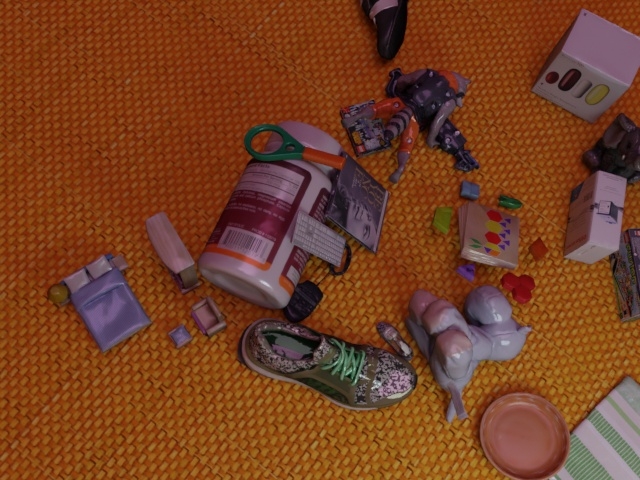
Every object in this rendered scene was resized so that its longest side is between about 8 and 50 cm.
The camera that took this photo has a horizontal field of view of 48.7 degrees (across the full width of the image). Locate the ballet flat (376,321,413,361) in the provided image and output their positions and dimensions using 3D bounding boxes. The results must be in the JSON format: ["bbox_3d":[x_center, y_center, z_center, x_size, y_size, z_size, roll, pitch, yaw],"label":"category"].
[{"bbox_3d":[0.177,0.231,1.647,0.041,0.041,0.114,-38,80,-15],"label":"ballet flat"}]

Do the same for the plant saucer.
[{"bbox_3d":[0.458,0.444,1.593,0.200,0.037,0.199,-2,64,3],"label":"plant saucer"}]

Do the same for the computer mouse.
[{"bbox_3d":[-0.005,0.099,1.677,0.071,0.041,0.242,43,67,-1],"label":"computer mouse"}]

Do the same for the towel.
[{"bbox_3d":[0.687,0.507,1.612,0.325,0.038,0.248,-38,79,-15],"label":"towel"}]

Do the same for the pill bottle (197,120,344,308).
[{"bbox_3d":[-0.101,-0.062,1.616,0.224,0.224,0.392,24,71,2],"label":"pill bottle"}]

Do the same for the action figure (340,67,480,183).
[{"bbox_3d":[0.265,-0.292,1.748,0.341,0.178,0.330,44,70,5],"label":"action figure"}]

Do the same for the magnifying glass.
[{"bbox_3d":[-0.057,-0.197,1.540,0.231,0.026,0.092,16,60,15],"label":"magnifying glass"}]

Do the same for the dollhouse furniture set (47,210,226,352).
[{"bbox_3d":[-0.408,0.134,1.538,0.303,0.198,0.286,-31,78,-13],"label":"dollhouse furniture set"}]

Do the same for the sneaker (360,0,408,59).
[{"bbox_3d":[0.159,-0.631,1.891,0.146,0.122,0.330,4,72,15],"label":"sneaker"}]

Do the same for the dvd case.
[{"bbox_3d":[0.092,-0.085,1.664,0.018,0.221,0.164,0,67,35],"label":"dvd case"}]

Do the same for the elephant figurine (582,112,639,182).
[{"bbox_3d":[0.777,-0.232,1.747,0.169,0.239,0.186,-15,74,-10],"label":"elephant figurine"}]

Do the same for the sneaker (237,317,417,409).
[{"bbox_3d":[0.018,0.267,1.545,0.411,0.182,0.158,14,72,-2],"label":"sneaker"}]

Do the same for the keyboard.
[{"bbox_3d":[0.000,0.000,1.574,0.014,0.256,0.072,15,83,27],"label":"keyboard"}]

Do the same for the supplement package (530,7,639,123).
[{"bbox_3d":[0.691,-0.444,1.825,0.194,0.203,0.149,29,72,4],"label":"supplement package"}]

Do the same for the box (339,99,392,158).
[{"bbox_3d":[0.115,-0.286,1.811,0.094,0.027,0.137,-17,75,-10],"label":"box"}]

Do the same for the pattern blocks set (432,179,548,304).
[{"bbox_3d":[0.404,-0.009,1.690,0.285,0.026,0.324,25,47,4],"label":"pattern blocks set"}]

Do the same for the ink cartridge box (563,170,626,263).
[{"bbox_3d":[0.671,-0.054,1.733,0.082,0.139,0.190,14,72,-3],"label":"ink cartridge box"}]

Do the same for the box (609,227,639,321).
[{"bbox_3d":[0.752,0.085,1.711,0.036,0.114,0.206,-1,72,-6],"label":"box"}]

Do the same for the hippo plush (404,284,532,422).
[{"bbox_3d":[0.351,0.215,1.568,0.237,0.234,0.294,-21,75,-11],"label":"hippo plush"}]
